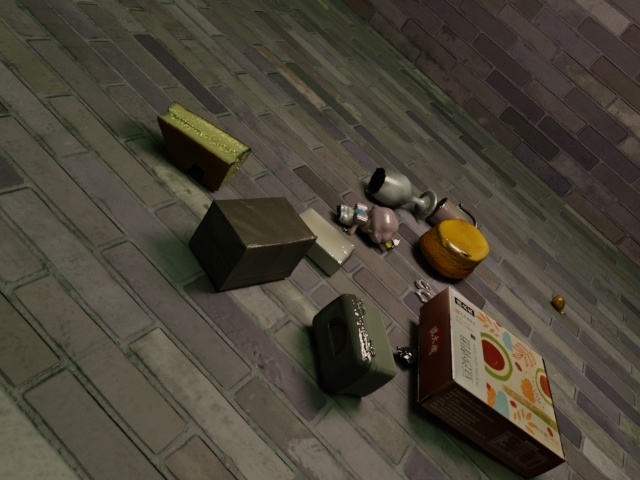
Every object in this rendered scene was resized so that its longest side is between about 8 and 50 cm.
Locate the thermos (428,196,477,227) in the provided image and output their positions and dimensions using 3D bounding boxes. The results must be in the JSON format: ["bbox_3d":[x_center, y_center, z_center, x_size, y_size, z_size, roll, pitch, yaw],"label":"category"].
[{"bbox_3d":[0.507,-0.069,2.141,0.193,0.105,0.137,42,68,-5],"label":"thermos"}]

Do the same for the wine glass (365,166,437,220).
[{"bbox_3d":[0.286,-0.165,2.033,0.241,0.126,0.126,23,35,-29],"label":"wine glass"}]

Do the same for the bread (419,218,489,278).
[{"bbox_3d":[0.445,0.029,1.936,0.270,0.142,0.195,-7,56,-47],"label":"bread"}]

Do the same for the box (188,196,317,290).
[{"bbox_3d":[-0.157,0.004,1.354,0.231,0.155,0.149,-8,53,-48],"label":"box"}]

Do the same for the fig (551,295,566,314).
[{"bbox_3d":[0.929,0.252,2.243,0.050,0.050,0.083,11,52,-37],"label":"fig"}]

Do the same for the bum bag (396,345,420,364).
[{"bbox_3d":[0.243,0.298,1.502,0.125,0.034,0.057,10,43,-42],"label":"bum bag"}]

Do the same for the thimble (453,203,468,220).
[{"bbox_3d":[0.514,-0.094,2.232,0.085,0.062,0.110,-2,51,-50],"label":"thimble"}]

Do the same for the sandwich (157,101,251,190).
[{"bbox_3d":[-0.319,-0.247,1.523,0.236,0.128,0.122,34,36,-7],"label":"sandwich"}]

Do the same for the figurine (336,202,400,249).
[{"bbox_3d":[0.157,-0.059,1.794,0.229,0.112,0.137,18,42,-15],"label":"figurine"}]

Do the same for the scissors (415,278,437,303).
[{"bbox_3d":[0.367,0.186,1.788,0.189,0.015,0.100,32,34,-16],"label":"scissors"}]

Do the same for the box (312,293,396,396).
[{"bbox_3d":[0.074,0.237,1.308,0.129,0.148,0.210,27,36,-34],"label":"box"}]

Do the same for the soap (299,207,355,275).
[{"bbox_3d":[0.000,0.000,1.596,0.183,0.063,0.121,42,33,5],"label":"soap"}]

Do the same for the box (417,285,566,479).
[{"bbox_3d":[0.434,0.359,1.503,0.385,0.122,0.344,37,32,-15],"label":"box"}]
